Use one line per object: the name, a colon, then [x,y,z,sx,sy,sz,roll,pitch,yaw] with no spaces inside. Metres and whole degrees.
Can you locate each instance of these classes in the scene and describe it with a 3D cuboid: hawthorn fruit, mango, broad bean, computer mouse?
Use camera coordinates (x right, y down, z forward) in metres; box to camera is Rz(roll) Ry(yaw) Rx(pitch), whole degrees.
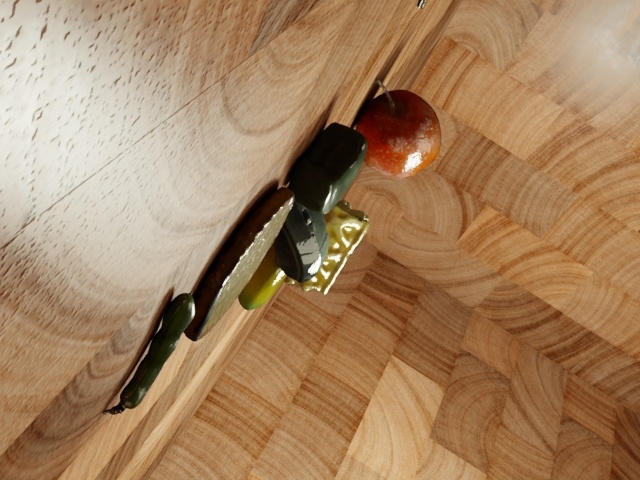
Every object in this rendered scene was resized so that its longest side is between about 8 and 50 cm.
hawthorn fruit: [0.206,-0.277,1.825,0.231,0.235,0.263,-60,179,19]
mango: [-0.108,0.053,1.522,0.237,0.091,0.137,-58,171,-3]
broad bean: [-0.231,0.159,0.971,0.226,0.039,0.069,-57,172,14]
computer mouse: [-0.032,-0.009,1.423,0.126,0.071,0.231,-36,133,-36]

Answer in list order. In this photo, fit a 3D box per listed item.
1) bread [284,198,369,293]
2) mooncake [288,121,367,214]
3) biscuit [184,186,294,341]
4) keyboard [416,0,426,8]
bread: [0.005,0.002,1.946,0.252,0.196,0.238,-61,178,14]
mooncake: [0.014,-0.138,1.312,0.168,0.104,0.175,-55,177,28]
biscuit: [-0.142,0.039,1.217,0.317,0.040,0.318,-56,178,-3]
keyboard: [0.246,-0.568,1.510,0.049,0.015,0.129,-62,180,-31]
